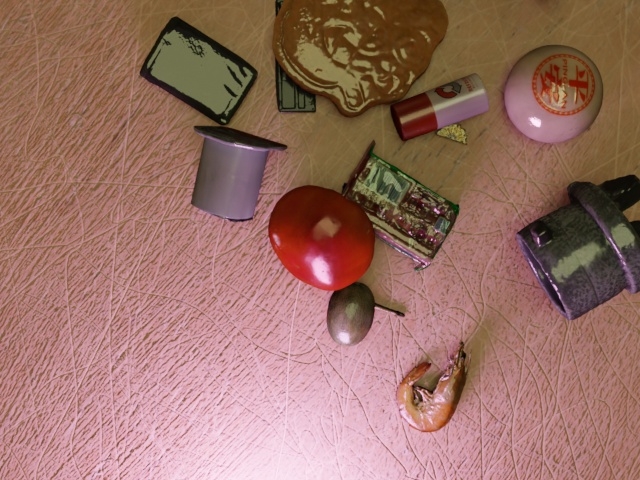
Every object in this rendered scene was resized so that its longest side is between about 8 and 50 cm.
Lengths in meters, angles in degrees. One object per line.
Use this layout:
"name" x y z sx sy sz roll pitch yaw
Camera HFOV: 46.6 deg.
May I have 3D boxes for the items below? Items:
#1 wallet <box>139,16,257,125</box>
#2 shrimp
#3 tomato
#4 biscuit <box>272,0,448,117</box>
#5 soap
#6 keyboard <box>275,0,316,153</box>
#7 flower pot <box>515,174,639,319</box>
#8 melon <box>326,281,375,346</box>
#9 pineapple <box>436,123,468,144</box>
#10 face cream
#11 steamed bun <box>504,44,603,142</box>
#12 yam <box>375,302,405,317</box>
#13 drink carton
"wallet" -0.288 -0.400 1.771 0.245 0.052 0.168 32 91 -7
"shrimp" 0.280 0.350 1.799 0.150 0.068 0.248 33 96 3
"tomato" -0.004 -0.001 1.691 0.260 0.260 0.180 42 56 -2
"biscuit" 0.090 -0.493 1.749 0.365 0.062 0.385 42 85 -3
"soap" 0.183 -0.080 1.764 0.273 0.098 0.217 32 91 -2
"keyboard" -0.057 -0.391 1.784 0.104 0.041 0.380 -1 86 0
"flower pot" 0.617 -0.001 1.697 0.283 0.299 0.299 -29 92 9
"melon" 0.071 0.168 1.762 0.114 0.114 0.167 8 98 -1
"pineapple" 0.322 -0.264 1.801 0.083 0.019 0.045 16 97 -2
"face cream" 0.281 -0.314 1.758 0.214 0.096 0.095 -20 92 0
"steamed bun" 0.552 -0.346 1.739 0.232 0.145 0.231 0 92 -1
"yam" 0.156 0.167 1.813 0.107 0.014 0.014 20 91 -2
"drink carton" -0.212 -0.158 1.710 0.186 0.191 0.189 24 106 17
